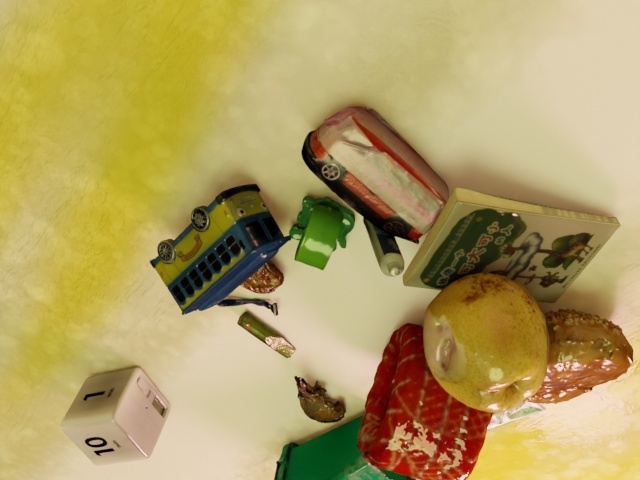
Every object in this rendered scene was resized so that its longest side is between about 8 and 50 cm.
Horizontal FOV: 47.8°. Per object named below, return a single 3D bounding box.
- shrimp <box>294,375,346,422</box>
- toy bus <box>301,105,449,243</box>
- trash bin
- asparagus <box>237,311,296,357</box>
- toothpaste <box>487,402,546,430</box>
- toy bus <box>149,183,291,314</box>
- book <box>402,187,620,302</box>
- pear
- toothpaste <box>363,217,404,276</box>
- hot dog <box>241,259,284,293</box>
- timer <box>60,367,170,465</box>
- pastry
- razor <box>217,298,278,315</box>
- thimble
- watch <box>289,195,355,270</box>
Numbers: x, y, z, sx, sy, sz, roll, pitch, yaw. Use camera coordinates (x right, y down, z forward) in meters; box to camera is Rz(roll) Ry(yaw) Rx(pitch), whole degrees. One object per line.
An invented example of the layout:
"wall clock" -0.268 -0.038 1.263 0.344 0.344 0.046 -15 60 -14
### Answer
"shrimp" -0.003 0.408 1.921 0.117 0.066 0.262 -11 140 3
"toy bus" 0.115 -0.133 1.421 0.302 0.127 0.147 41 120 -17
"trash bin" 0.059 0.665 1.975 0.259 0.295 0.381 39 120 -18
"asparagus" -0.135 0.245 1.835 0.178 0.041 0.045 38 135 -18
"toothpaste" 0.435 0.466 1.874 0.297 0.048 0.075 -30 113 27
"toy bus" -0.221 0.020 1.574 0.287 0.138 0.175 -39 80 33
"book" 0.382 0.025 1.456 0.371 0.043 0.260 7 135 -17
"pear" 0.329 0.205 1.439 0.271 0.271 0.271 7 129 8
"toothpaste" 0.131 0.014 1.452 0.069 0.268 0.047 2 109 -4
"hot dog" -0.150 0.069 1.684 0.099 0.065 0.147 -27 116 20
"timer" -0.575 0.499 2.043 0.195 0.194 0.192 -15 123 22
"pastry" 0.530 0.248 1.597 0.255 0.162 0.311 13 144 -25
"razor" -0.179 0.158 1.784 0.154 0.028 0.044 4 133 9
"thimble" 0.241 0.377 1.664 0.230 0.350 0.350 18 130 -2
"watch" 0.000 0.000 1.538 0.131 0.152 0.165 20 128 -7
